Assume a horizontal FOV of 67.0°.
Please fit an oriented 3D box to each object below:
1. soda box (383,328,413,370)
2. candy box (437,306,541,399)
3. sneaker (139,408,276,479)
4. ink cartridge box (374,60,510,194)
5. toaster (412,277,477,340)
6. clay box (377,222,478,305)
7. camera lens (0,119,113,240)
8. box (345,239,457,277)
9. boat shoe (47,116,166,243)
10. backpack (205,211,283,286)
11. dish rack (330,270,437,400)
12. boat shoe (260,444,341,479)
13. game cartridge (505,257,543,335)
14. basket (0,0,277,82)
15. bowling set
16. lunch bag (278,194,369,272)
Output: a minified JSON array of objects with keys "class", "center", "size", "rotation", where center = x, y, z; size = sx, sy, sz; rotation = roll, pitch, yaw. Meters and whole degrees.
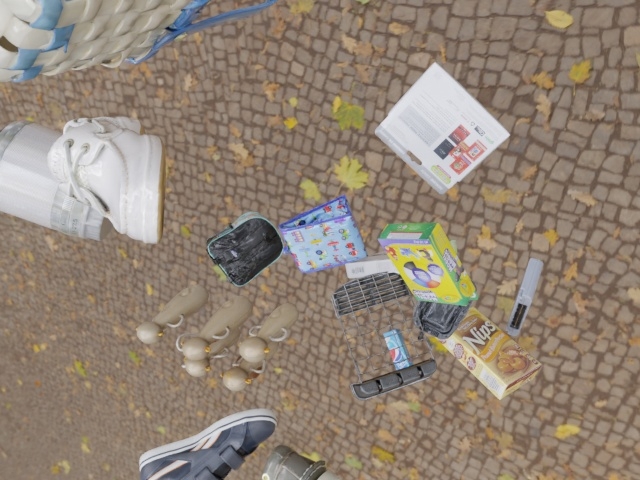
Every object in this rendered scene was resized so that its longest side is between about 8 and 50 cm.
[{"class":"soda box","center":[0.363,0.516,2.221],"size":[0.067,0.071,0.210],"rotation":[-27,71,20]},{"class":"candy box","center":[0.585,0.388,1.713],"size":[0.316,0.183,0.087],"rotation":[46,141,39]},{"class":"sneaker","center":[-0.235,0.485,1.055],"size":[0.321,0.127,0.126],"rotation":[-24,135,1]},{"class":"ink cartridge box","center":[0.370,-0.345,1.504],"size":[0.309,0.130,0.272],"rotation":[43,115,-4]},{"class":"toaster","center":[0.339,0.172,1.359],"size":[0.129,0.146,0.226],"rotation":[25,102,5]},{"class":"clay box","center":[0.225,0.060,0.995],"size":[0.128,0.053,0.222],"rotation":[0,134,48]},{"class":"camera lens","center":[-0.613,-0.138,1.132],"size":[0.275,0.219,0.219],"rotation":[21,128,-14]},{"class":"box","center":[0.275,0.060,1.623],"size":[0.232,0.322,0.058],"rotation":[-8,96,47]},{"class":"boat shoe","center":[-0.216,-0.068,0.480],"size":[0.277,0.096,0.098],"rotation":[36,120,55]},{"class":"backpack","center":[-0.205,0.013,1.359],"size":[0.188,0.144,0.165],"rotation":[-34,108,1]},{"class":"dish rack","center":[0.143,0.215,1.136],"size":[0.074,0.209,0.271],"rotation":[113,141,-71]},{"class":"boat shoe","center":[-0.054,0.397,0.686],"size":[0.091,0.109,0.304],"rotation":[32,129,22]},{"class":"game cartridge","center":[0.760,0.206,1.800],"size":[0.062,0.198,0.297],"rotation":[22,150,24]},{"class":"basket","center":[-0.172,-0.269,0.360],"size":[0.201,0.289,0.254],"rotation":[-9,118,48]},{"class":"bowling set","center":[-0.163,0.207,0.858],"size":[0.287,0.154,0.199],"rotation":[4,121,34]},{"class":"lunch bag","center":[0.000,0.000,1.785],"size":[0.293,0.138,0.220],"rotation":[-20,125,6]}]
